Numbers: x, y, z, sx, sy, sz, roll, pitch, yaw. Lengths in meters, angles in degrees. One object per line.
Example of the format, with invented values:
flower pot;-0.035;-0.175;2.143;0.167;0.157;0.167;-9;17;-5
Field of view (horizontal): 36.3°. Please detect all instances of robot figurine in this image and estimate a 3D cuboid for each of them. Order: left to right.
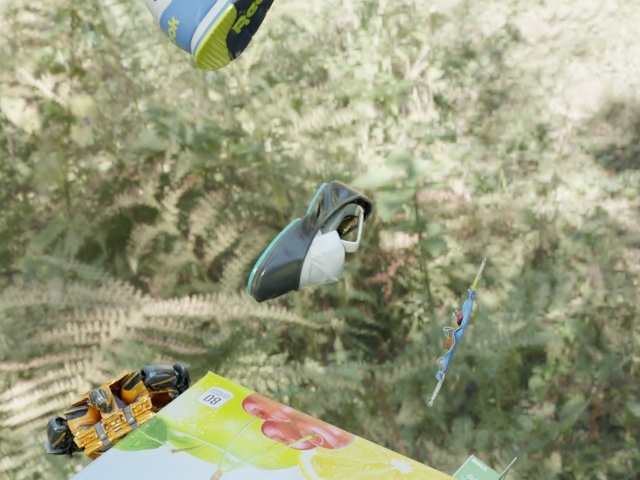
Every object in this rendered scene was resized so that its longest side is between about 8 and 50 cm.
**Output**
robot figurine;-0.253;0.264;1.350;0.211;0.291;0.085;-30;66;-4

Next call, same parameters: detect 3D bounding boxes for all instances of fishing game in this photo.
fishing game;0.242;0.170;1.792;0.041;0.264;0.189;21;30;11

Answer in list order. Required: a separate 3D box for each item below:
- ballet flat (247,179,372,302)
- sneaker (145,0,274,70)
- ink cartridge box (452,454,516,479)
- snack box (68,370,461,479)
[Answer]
ballet flat;0.000;0.000;1.361;0.096;0.095;0.280;19;40;15
sneaker;-0.041;-0.165;0.530;0.059;0.053;0.144;36;88;18
ink cartridge box;0.242;0.439;1.654;0.062;0.109;0.209;34;43;22
snack box;-0.002;0.137;0.282;0.207;0.070;0.174;18;30;27
